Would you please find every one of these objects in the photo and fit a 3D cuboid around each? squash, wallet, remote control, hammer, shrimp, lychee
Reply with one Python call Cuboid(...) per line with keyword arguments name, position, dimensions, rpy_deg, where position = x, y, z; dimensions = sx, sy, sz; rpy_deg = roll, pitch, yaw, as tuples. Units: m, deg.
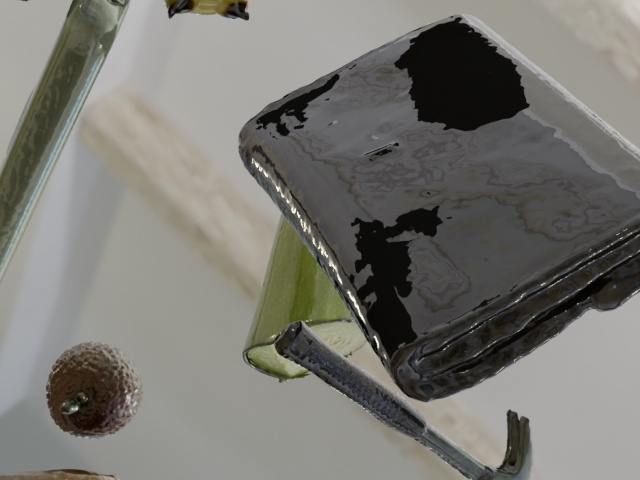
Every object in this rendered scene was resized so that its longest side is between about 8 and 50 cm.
Cuboid(name="squash", position=(0.012, 0.007, 1.978), dimensions=(0.137, 0.287, 0.137), rpy_deg=(11, -24, 5))
Cuboid(name="wallet", position=(0.090, -0.041, 1.326), dimensions=(0.062, 0.228, 0.406), rpy_deg=(66, -5, -30))
Cuboid(name="remote control", position=(-0.205, -0.067, 1.340), dimensions=(0.038, 0.090, 0.309), rpy_deg=(24, -51, -9))
Cuboid(name="hammer", position=(0.063, 0.125, 1.348), dimensions=(0.246, 0.103, 0.029), rpy_deg=(39, -8, -28))
Cuboid(name="shrimp", position=(-0.346, 0.289, 2.021), dimensions=(0.117, 0.262, 0.066), rpy_deg=(124, -38, -64))
Cuboid(name="lychee", position=(-0.259, 0.172, 2.128), dimensions=(0.114, 0.146, 0.114), rpy_deg=(1, -84, 12))

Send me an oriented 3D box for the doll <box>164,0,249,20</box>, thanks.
Cuboid(name="doll", position=(-0.099, -0.290, 1.376), dimensions=(0.086, 0.117, 0.291), rpy_deg=(-40, -127, 52))
